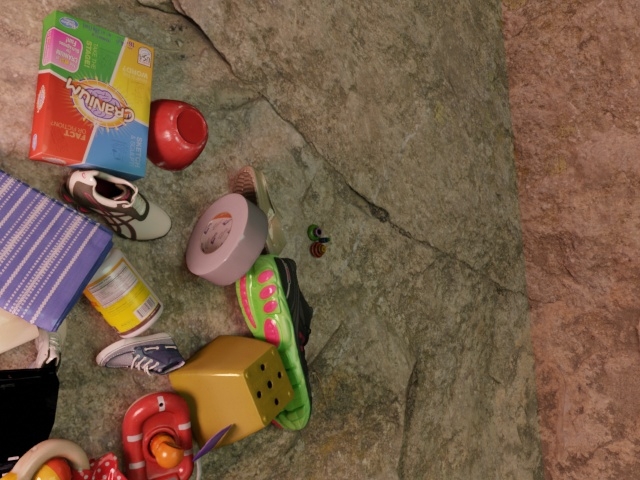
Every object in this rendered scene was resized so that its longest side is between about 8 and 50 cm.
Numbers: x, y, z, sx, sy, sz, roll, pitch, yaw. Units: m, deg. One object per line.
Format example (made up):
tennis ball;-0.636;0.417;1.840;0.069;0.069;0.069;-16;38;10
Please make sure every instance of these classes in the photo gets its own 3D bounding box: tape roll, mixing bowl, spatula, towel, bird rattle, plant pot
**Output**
tape roll;-0.226;-0.003;1.548;0.072;0.219;0.219;35;61;-38
mixing bowl;-0.339;-0.265;1.557;0.181;0.098;0.182;7;80;-46
spatula;-0.280;0.538;1.435;0.296;0.030;0.084;-66;161;10
towel;-0.592;0.001;1.218;0.336;0.040;0.243;32;55;-14
bird rattle;-0.501;0.479;1.235;0.253;0.143;0.207;-32;121;-40
plant pot;-0.190;0.351;1.525;0.212;0.187;0.212;-34;107;-56

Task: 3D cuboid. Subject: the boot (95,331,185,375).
boot;-0.393;0.263;1.424;0.190;0.069;0.086;-11;50;-46

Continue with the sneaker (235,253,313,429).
sneaker;-0.082;0.268;1.683;0.202;0.185;0.483;-20;107;-54

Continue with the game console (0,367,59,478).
game console;-0.659;0.334;1.139;0.361;0.044;0.213;6;105;-40

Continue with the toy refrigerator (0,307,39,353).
toy refrigerator;-0.667;0.185;1.156;0.269;0.102;0.094;-25;102;-44

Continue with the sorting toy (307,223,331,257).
sorting toy;0.000;0.000;1.906;0.061;0.042;0.102;-8;90;-46

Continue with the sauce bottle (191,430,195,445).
sauce bottle;-0.306;0.434;1.535;0.042;0.042;0.128;37;55;-36

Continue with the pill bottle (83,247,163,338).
pill bottle;-0.444;0.099;1.384;0.117;0.117;0.215;-51;119;-37

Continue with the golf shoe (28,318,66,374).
golf shoe;-0.539;0.219;1.295;0.069;0.086;0.176;17;71;-42

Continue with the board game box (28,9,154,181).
board game box;-0.498;-0.311;1.424;0.242;0.064;0.317;10;77;-44

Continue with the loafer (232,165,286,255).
loafer;-0.159;-0.074;1.721;0.092;0.102;0.269;-28;114;-45

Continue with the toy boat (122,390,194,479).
toy boat;-0.341;0.448;1.397;0.151;0.151;0.231;-7;94;-31

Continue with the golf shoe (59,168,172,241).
golf shoe;-0.432;-0.073;1.422;0.273;0.120;0.105;28;64;-42
